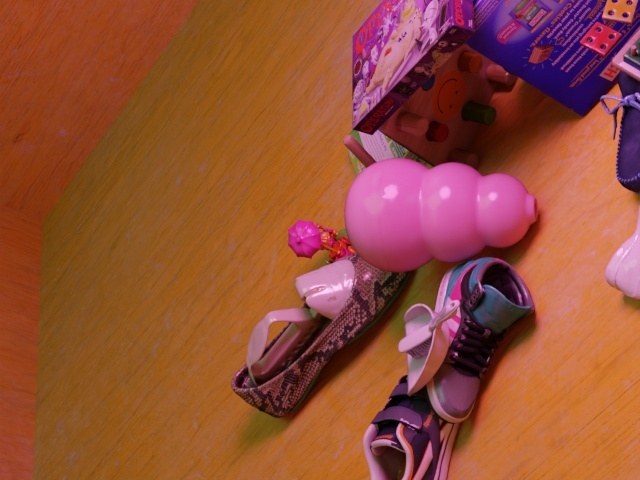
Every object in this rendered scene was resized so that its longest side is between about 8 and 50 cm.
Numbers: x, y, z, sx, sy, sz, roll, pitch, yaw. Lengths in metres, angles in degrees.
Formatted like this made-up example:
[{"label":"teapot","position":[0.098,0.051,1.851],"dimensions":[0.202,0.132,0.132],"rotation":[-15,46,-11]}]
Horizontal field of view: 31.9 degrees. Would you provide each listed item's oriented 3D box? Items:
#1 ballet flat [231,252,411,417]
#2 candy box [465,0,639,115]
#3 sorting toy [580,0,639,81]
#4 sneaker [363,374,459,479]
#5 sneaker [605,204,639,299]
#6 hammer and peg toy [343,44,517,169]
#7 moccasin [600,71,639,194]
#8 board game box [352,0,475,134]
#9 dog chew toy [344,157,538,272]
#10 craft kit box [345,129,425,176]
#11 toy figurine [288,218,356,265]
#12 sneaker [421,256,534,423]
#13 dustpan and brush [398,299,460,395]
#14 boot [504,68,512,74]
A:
[{"label":"ballet flat","position":[-0.019,0.170,2.252],"dimensions":[0.483,0.182,0.164],"rotation":[-50,31,24]},{"label":"candy box","position":[0.401,-0.393,1.865],"dimensions":[0.268,0.317,0.122],"rotation":[-49,31,26]},{"label":"sorting toy","position":[0.525,-0.294,1.686],"dimensions":[0.274,0.046,0.132],"rotation":[38,78,27]},{"label":"sneaker","position":[0.158,0.313,1.916],"dimensions":[0.126,0.127,0.321],"rotation":[-25,46,51]},{"label":"sneaker","position":[0.511,-0.008,1.657],"dimensions":[0.094,0.080,0.212],"rotation":[37,108,48]},{"label":"hammer and peg toy","position":[0.209,-0.228,2.111],"dimensions":[0.127,0.266,0.361],"rotation":[23,87,42]},{"label":"moccasin","position":[0.513,-0.242,1.772],"dimensions":[0.138,0.117,0.342],"rotation":[-13,57,55]},{"label":"board game box","position":[0.149,-0.350,1.902],"dimensions":[0.347,0.056,0.208],"rotation":[137,144,-54]},{"label":"dog chew toy","position":[0.215,-0.048,1.981],"dimensions":[0.332,0.206,0.206],"rotation":[-2,61,20]},{"label":"craft kit box","position":[0.163,-0.228,2.395],"dimensions":[0.246,0.061,0.250],"rotation":[-48,33,22]},{"label":"toy figurine","position":[0.000,0.000,2.374],"dimensions":[0.130,0.159,0.173],"rotation":[-56,30,14]},{"label":"sneaker","position":[0.271,0.151,1.869],"dimensions":[0.178,0.124,0.295],"rotation":[-36,38,55]},{"label":"dustpan and brush","position":[0.180,0.151,1.837],"dimensions":[0.211,0.060,0.147],"rotation":[-40,41,46]},{"label":"boot","position":[0.389,-0.479,2.042],"dimensions":[0.264,0.096,0.280],"rotation":[-74,-1,-53]}]
